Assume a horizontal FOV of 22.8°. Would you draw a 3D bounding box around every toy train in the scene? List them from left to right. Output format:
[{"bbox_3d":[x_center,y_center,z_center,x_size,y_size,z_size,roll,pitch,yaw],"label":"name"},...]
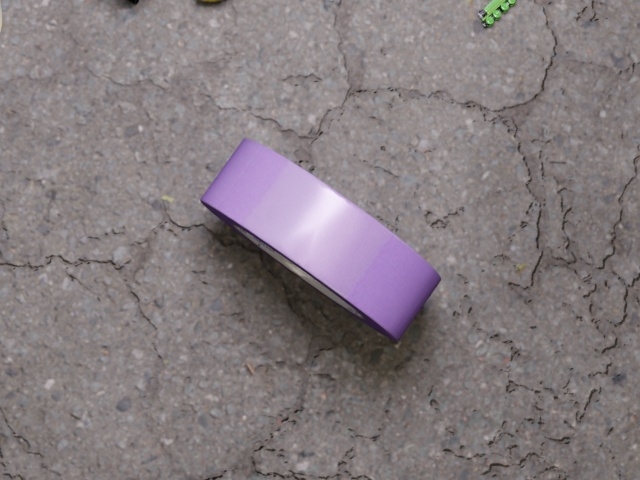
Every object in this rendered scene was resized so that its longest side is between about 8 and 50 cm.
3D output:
[{"bbox_3d":[0.226,-0.295,1.941,0.083,0.017,0.024,-42,85,-5],"label":"toy train"}]

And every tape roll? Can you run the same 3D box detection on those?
[{"bbox_3d":[0.000,0.000,1.786,0.275,0.275,0.090,37,87,-6],"label":"tape roll"}]

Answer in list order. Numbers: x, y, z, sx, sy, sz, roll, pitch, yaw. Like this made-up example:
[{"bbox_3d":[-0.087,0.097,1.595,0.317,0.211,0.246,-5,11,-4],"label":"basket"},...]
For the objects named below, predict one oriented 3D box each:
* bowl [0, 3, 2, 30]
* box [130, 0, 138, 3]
[{"bbox_3d":[-0.456,-0.264,1.830,0.170,0.080,0.170,0,91,-7],"label":"bowl"},{"bbox_3d":[-0.279,-0.424,1.840,0.261,0.103,0.184,31,89,-6],"label":"box"}]
